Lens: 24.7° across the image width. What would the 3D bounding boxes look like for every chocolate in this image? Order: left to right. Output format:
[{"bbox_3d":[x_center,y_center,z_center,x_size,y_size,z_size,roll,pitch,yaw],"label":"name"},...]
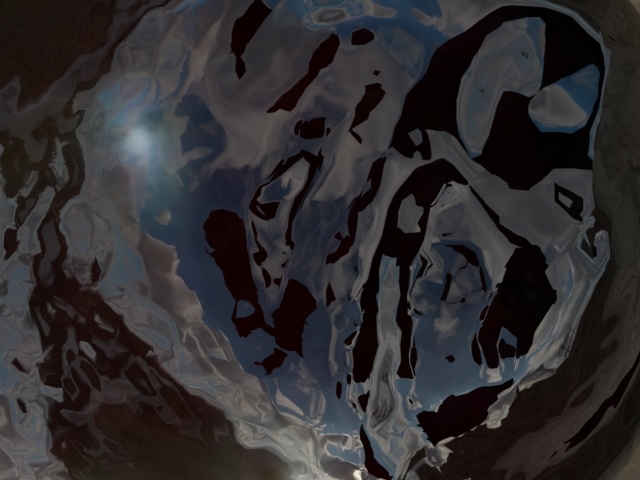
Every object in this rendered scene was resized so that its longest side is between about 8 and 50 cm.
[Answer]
[{"bbox_3d":[0.000,0.000,0.659,0.331,0.384,0.383,-6,91,34],"label":"chocolate"}]
